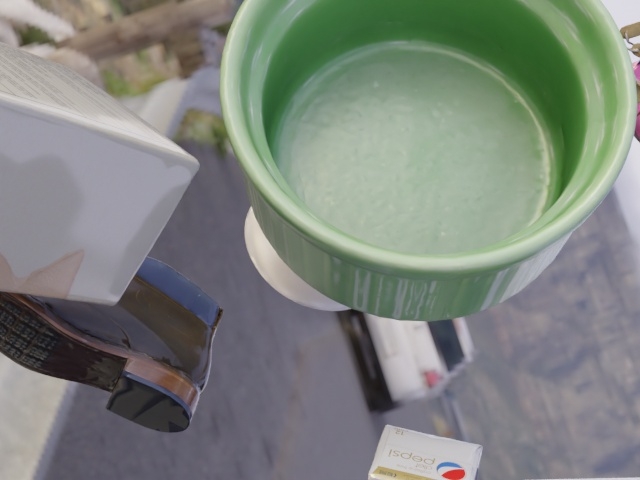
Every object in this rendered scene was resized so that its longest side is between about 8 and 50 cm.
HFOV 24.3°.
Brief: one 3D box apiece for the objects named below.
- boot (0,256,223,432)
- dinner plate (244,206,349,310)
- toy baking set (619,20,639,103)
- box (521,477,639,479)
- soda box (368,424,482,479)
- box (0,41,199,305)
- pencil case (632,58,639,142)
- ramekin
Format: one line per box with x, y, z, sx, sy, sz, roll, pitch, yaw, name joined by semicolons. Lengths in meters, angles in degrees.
-0.177;0.049;1.121;0.219;0.082;0.106;33;50;-9;boot
0.000;0.000;1.353;0.017;0.141;0.141;120;-39;-51;dinner plate
0.244;-0.178;1.414;0.197;0.256;0.030;46;24;8;toy baking set
0.325;0.371;1.542;0.126;0.262;0.231;-59;-139;32;box
0.061;0.244;1.067;0.069;0.074;0.216;-62;162;-61;soda box
-0.225;-0.056;0.889;0.148;0.121;0.311;35;9;27;box
0.480;-0.154;2.007;0.209;0.098;0.095;52;-17;4;pencil case
0.076;-0.086;1.139;0.148;0.304;0.303;95;-20;-65;ramekin
